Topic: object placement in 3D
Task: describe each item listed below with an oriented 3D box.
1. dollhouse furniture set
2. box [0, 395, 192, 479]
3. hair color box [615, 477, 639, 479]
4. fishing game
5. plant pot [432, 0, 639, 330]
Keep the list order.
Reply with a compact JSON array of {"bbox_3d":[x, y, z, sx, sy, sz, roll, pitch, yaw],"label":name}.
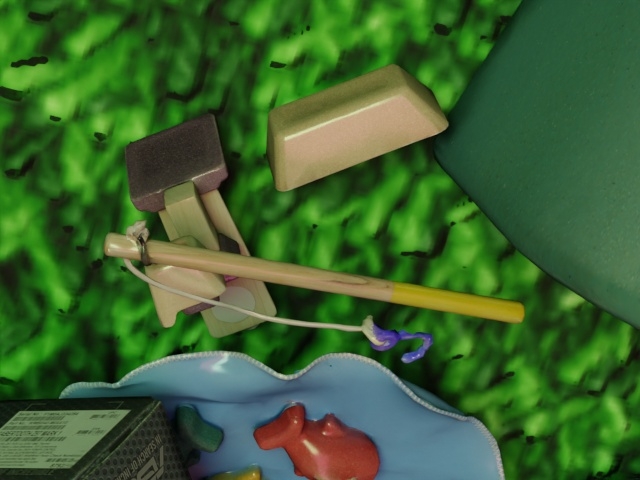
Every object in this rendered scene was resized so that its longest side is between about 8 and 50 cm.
[{"bbox_3d":[0.000,0.000,0.533,0.114,0.091,0.081,-21,124,2],"label":"dollhouse furniture set"},{"bbox_3d":[-0.134,0.148,0.525,0.232,0.059,0.183,-5,112,30],"label":"box"},{"bbox_3d":[0.243,0.163,0.498,0.347,0.105,0.174,-14,114,38],"label":"hair color box"},{"bbox_3d":[-0.023,0.110,0.538,0.189,0.041,0.264,14,129,-14],"label":"fishing game"},{"bbox_3d":[0.161,-0.024,0.451,0.165,0.234,0.165,28,105,-14],"label":"plant pot"}]
